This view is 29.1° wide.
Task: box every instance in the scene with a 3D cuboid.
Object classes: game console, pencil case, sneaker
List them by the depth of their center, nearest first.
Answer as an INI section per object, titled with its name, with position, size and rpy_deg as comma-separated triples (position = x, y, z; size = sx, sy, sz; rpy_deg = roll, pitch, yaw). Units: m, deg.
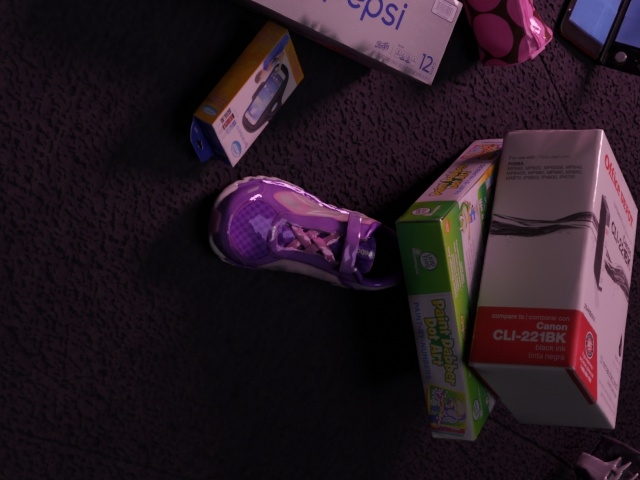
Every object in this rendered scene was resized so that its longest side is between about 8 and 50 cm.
[sneaker]
position = 0.000, 0.000, 1.224
size = 0.236, 0.104, 0.095
rpy_deg = 14, 93, -38
[pencil case]
position = 0.188, -0.287, 1.306
size = 0.095, 0.098, 0.209
rpy_deg = -36, 121, -26
[game console]
position = 0.369, -0.281, 1.460
size = 0.144, 0.124, 0.085
rpy_deg = -67, 155, -4

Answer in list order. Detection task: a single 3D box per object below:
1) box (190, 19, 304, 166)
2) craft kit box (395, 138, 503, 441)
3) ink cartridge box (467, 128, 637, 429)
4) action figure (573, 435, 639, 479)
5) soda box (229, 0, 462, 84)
[box]
position = -0.070, -0.132, 1.164
size = 0.136, 0.028, 0.081
rpy_deg = -55, 157, -16
[craft kit box]
position = 0.167, 0.047, 1.332
size = 0.246, 0.061, 0.250
rpy_deg = -45, 129, -57
[ink cartridge box]
position = 0.257, 0.042, 1.325
size = 0.197, 0.114, 0.273
rpy_deg = 47, 49, -54
[action figure]
position = 0.291, 0.372, 1.545
size = 0.285, 0.099, 0.185
rpy_deg = -42, 132, -18
[soda box]
position = -0.004, -0.241, 1.164
size = 0.286, 0.098, 0.091
rpy_deg = 18, 95, -39
